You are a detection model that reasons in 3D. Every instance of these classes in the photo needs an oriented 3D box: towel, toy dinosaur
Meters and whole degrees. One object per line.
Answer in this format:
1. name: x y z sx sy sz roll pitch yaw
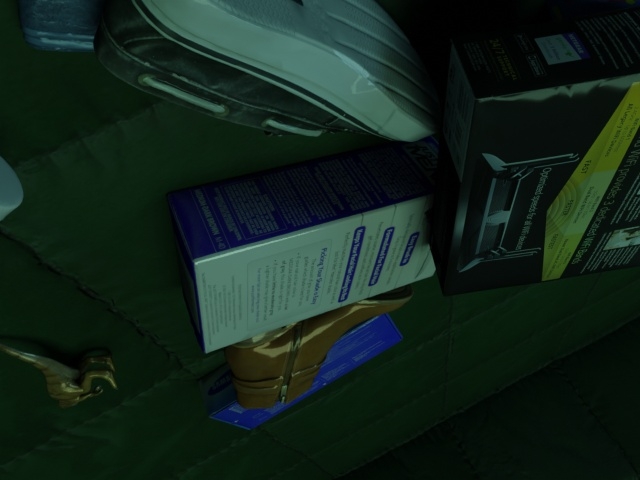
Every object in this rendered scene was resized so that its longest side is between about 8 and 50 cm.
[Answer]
1. towel: -0.160 -0.181 0.339 0.067 0.029 0.119 -7 142 -32
2. toy dinosaur: -0.328 0.179 0.676 0.112 0.064 0.211 -16 145 -18

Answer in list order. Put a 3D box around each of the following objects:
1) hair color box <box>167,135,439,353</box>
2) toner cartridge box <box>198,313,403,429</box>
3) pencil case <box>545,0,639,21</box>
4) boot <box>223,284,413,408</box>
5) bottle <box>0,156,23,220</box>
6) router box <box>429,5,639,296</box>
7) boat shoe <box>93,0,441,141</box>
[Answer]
1. hair color box: 0.000 0.000 0.645 0.339 0.110 0.185 -15 143 -20
2. toner cartridge box: -0.029 0.216 0.953 0.348 0.075 0.165 -31 146 2
3. pencil case: 0.257 -0.236 0.448 0.306 0.133 0.119 35 70 -42
4. boot: -0.004 0.153 0.796 0.283 0.109 0.220 -9 123 -21
5. bottle: -0.354 0.029 0.393 0.283 0.118 0.092 -34 147 9
6. router box: 0.242 -0.065 0.515 0.243 0.081 0.309 -8 145 2
7. boat shoe: -0.021 -0.147 0.440 0.119 0.121 0.335 -25 157 38
